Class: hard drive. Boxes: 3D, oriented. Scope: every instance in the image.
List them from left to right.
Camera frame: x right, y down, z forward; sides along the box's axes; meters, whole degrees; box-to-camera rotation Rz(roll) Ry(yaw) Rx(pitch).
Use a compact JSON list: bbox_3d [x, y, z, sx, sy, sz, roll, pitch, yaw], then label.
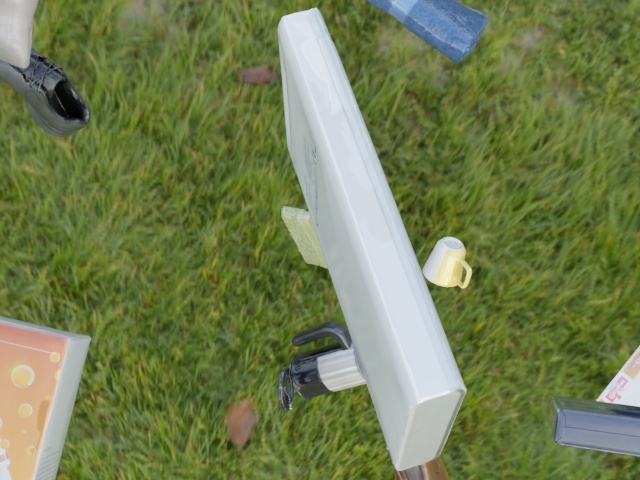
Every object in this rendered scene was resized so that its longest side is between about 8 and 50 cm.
[{"bbox_3d":[0.031,0.005,0.773,0.040,0.203,0.308,-16,66,-7],"label":"hard drive"}]

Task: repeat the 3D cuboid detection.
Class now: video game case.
[{"bbox_3d":[0.256,0.132,0.678,0.196,0.274,0.026,6,85,13],"label":"video game case"}]

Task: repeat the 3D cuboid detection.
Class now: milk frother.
[{"bbox_3d":[0.009,0.222,1.654,0.129,0.134,0.143,49,35,-33],"label":"milk frother"}]

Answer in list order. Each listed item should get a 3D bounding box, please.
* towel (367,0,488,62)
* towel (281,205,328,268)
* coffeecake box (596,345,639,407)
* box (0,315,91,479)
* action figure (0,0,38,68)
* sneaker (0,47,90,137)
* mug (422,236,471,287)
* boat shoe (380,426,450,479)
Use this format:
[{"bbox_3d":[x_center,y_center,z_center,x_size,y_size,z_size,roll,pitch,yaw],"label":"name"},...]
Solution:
[{"bbox_3d":[0.082,-0.198,0.836,0.119,0.029,0.067,36,38,2],"label":"towel"},{"bbox_3d":[0.000,0.000,1.653,0.110,0.148,0.027,11,56,36],"label":"towel"},{"bbox_3d":[0.499,0.227,1.378,0.142,0.068,0.185,-54,43,7],"label":"coffeecake box"},{"bbox_3d":[-0.516,0.293,1.557,0.214,0.168,0.346,13,84,-1],"label":"box"},{"bbox_3d":[-0.070,-0.240,0.461,0.341,0.178,0.330,39,72,-6],"label":"action figure"},{"bbox_3d":[-0.511,-0.299,1.760,0.286,0.130,0.109,42,70,-29],"label":"sneaker"},{"bbox_3d":[0.207,0.033,1.578,0.078,0.064,0.062,23,34,13],"label":"mug"},{"bbox_3d":[0.145,0.347,1.497,0.073,0.073,0.207,-8,82,-56],"label":"boat shoe"}]
